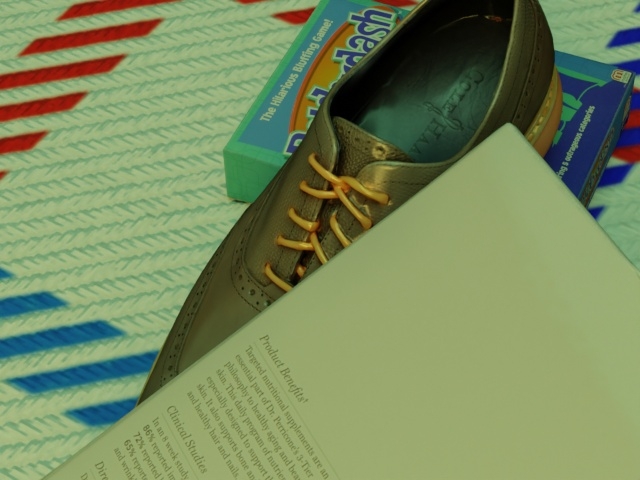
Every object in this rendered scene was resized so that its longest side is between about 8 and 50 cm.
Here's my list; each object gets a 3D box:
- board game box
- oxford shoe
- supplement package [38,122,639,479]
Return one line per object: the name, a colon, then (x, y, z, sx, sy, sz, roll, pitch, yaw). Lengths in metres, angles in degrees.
board game box: (0.068, -0.066, 1.010, 0.210, 0.047, 0.160, 17, 53, 16)
oxford shoe: (0.000, 0.000, 0.868, 0.130, 0.133, 0.364, 28, 73, 20)
supplement package: (0.055, 0.136, 0.684, 0.262, 0.198, 0.199, -37, 54, 3)
